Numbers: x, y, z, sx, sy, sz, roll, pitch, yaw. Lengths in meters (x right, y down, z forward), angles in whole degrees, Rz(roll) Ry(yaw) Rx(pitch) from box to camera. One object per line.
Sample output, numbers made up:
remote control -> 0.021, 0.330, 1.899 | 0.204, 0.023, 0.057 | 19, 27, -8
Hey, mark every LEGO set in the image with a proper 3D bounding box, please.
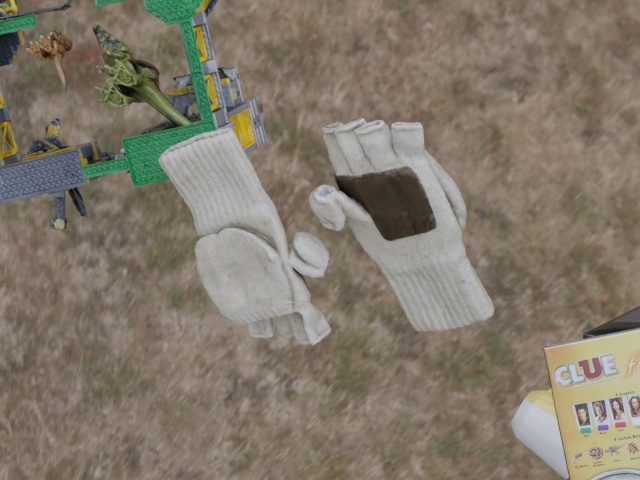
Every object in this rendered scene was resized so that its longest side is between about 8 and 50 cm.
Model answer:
LEGO set -> -0.203, -0.162, 1.296 | 0.331, 0.192, 0.255 | -19, 99, 16

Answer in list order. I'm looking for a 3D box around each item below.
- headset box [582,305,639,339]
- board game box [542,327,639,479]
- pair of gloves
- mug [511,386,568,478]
headset box -> 0.338, 0.213, 1.221 | 0.218, 0.110, 0.293 | -16, 112, -49
board game box -> 0.271, 0.121, 0.769 | 0.243, 0.042, 0.165 | -12, 80, 16
pair of gloves -> 0.000, 0.000, 1.009 | 0.240, 0.204, 0.042 | -6, 31, 24
mug -> 0.202, 0.154, 1.084 | 0.064, 0.062, 0.078 | 31, 60, 18
